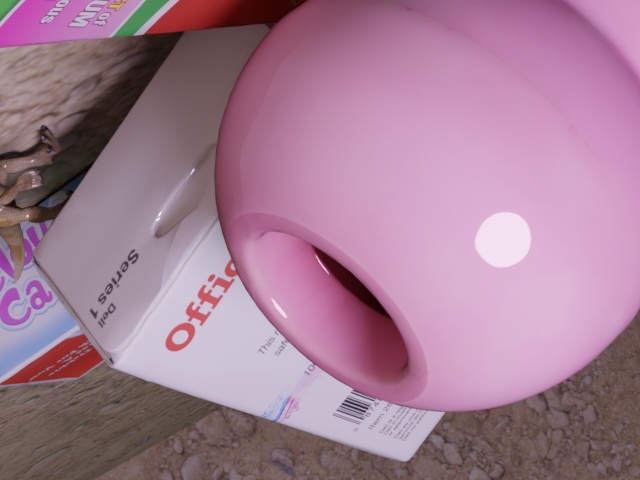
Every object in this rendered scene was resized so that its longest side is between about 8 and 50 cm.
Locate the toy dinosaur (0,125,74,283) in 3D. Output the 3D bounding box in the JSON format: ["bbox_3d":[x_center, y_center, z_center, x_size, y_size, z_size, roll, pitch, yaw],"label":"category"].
[{"bbox_3d":[-0.191,-0.025,0.854,0.092,0.053,0.183,-19,165,9],"label":"toy dinosaur"}]

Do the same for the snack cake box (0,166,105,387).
[{"bbox_3d":[-0.120,-0.003,1.023,0.264,0.089,0.152,-34,171,9],"label":"snack cake box"}]

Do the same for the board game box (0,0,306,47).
[{"bbox_3d":[-0.007,-0.179,0.580,0.242,0.064,0.316,-39,169,32],"label":"board game box"}]

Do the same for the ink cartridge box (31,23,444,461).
[{"bbox_3d":[0.000,0.000,0.876,0.278,0.117,0.201,26,103,-47],"label":"ink cartridge box"}]

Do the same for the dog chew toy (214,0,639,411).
[{"bbox_3d":[0.104,-0.078,0.688,0.332,0.206,0.206,-46,177,-25],"label":"dog chew toy"}]
